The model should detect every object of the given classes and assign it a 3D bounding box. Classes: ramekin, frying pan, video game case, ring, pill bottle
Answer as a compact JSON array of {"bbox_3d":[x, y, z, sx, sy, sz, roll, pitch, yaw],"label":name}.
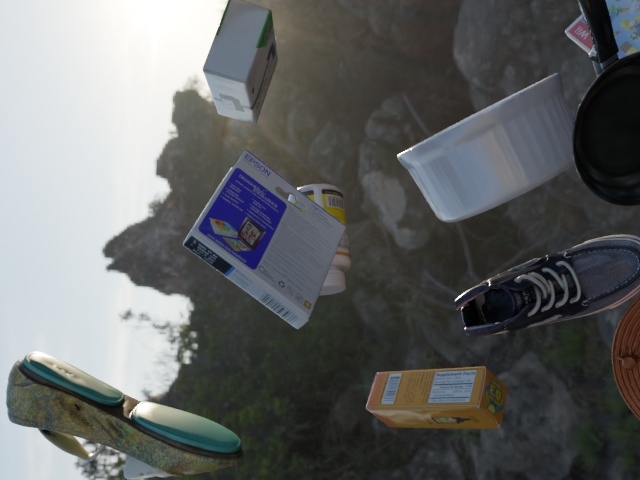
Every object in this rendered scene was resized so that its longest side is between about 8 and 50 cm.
[{"bbox_3d":[0.273,-0.139,1.207,0.135,0.277,0.277,63,179,-4],"label":"ramekin"},{"bbox_3d":[0.350,-0.174,0.948,0.197,0.326,0.053,-55,22,6],"label":"frying pan"},{"bbox_3d":[0.703,-0.501,1.658,0.285,0.025,0.204,-44,52,15],"label":"video game case"},{"bbox_3d":[0.646,0.202,1.230,0.032,0.336,0.337,-35,-46,-60],"label":"ring"},{"bbox_3d":[0.000,0.000,1.586,0.117,0.117,0.215,105,160,-71],"label":"pill bottle"}]

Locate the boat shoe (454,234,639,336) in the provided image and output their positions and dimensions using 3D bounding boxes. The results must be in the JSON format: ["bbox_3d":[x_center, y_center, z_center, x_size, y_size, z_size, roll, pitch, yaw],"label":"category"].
[{"bbox_3d":[0.392,0.087,1.299,0.158,0.340,0.127,-4,-110,-61],"label":"boat shoe"}]

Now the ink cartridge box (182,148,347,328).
[{"bbox_3d":[-0.073,-0.007,1.121,0.045,0.206,0.208,-42,16,41],"label":"ink cartridge box"}]

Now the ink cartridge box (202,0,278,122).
[{"bbox_3d":[-0.146,-0.333,1.450,0.208,0.086,0.153,89,-162,-79],"label":"ink cartridge box"}]

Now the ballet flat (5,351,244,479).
[{"bbox_3d":[-0.280,0.269,1.075,0.123,0.348,0.123,22,-90,-87],"label":"ballet flat"}]

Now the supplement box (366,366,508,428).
[{"bbox_3d":[0.193,0.266,1.289,0.233,0.078,0.080,-10,47,44],"label":"supplement box"}]
